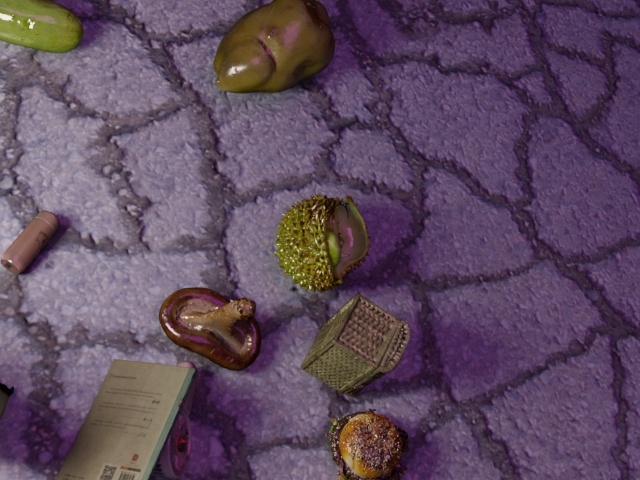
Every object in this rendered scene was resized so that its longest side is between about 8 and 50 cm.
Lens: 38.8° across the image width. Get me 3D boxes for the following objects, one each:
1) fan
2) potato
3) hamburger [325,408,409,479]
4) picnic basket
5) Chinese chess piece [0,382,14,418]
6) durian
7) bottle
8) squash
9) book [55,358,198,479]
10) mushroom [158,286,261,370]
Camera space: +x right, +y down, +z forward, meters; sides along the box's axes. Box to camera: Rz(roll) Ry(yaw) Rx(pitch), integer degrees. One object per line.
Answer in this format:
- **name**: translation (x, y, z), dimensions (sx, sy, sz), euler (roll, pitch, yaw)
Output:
- **fan**: translation (-0.280, 0.342, 1.765), dimensions (0.074, 0.130, 0.244), euler (-1, 48, 11)
- **potato**: translation (-0.115, -0.463, 2.181), dimensions (0.351, 0.202, 0.218), euler (-35, 71, -25)
- **hamburger**: translation (0.107, 0.429, 1.903), dimensions (0.189, 0.093, 0.164), euler (-7, 68, -29)
- **picnic basket**: translation (0.080, 0.231, 1.927), dimensions (0.154, 0.196, 0.134), euler (34, 56, -6)
- **Chinese chess piece**: translation (-0.685, 0.216, 1.502), dimensions (0.349, 0.349, 0.146), euler (34, 70, -5)
- **durian**: translation (-0.002, 0.002, 2.005), dimensions (0.237, 0.176, 0.200), euler (-55, 139, -46)
- **bottle**: translation (-0.582, 0.002, 1.831), dimensions (0.053, 0.053, 0.140), euler (34, 57, -5)
- **squash**: translation (-0.705, -0.496, 1.985), dimensions (0.370, 0.118, 0.118), euler (13, 61, -16)
- **book**: translation (-0.363, 0.352, 1.687), dimensions (0.025, 0.214, 0.283), euler (56, 47, -43)
- **mushroom**: translation (-0.200, 0.151, 1.828), dimensions (0.226, 0.217, 0.148), euler (22, 59, -13)
